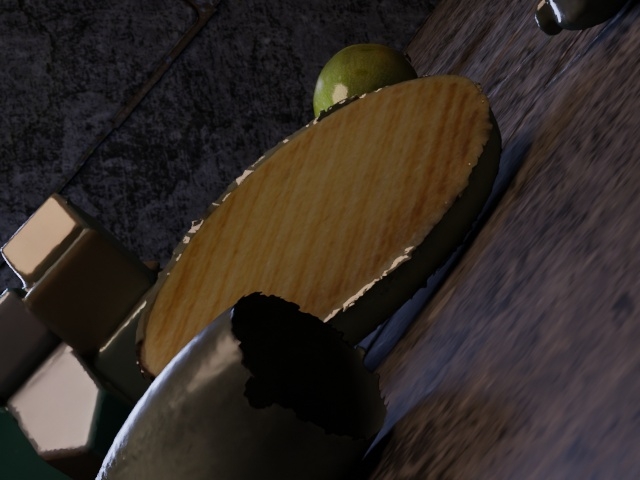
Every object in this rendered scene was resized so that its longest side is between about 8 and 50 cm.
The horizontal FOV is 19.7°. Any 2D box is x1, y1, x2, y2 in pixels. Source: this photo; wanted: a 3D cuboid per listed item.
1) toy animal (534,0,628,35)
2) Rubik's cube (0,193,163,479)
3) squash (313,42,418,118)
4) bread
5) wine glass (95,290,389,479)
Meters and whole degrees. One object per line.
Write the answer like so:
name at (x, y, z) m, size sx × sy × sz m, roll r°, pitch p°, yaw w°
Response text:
toy animal at (0.165, -0.199, 0.989) m, size 0.251 × 0.125 × 0.127 m, roll 159°, pitch 121°, yaw -72°
Rubik's cube at (-0.147, 0.094, 1.251) m, size 0.213 × 0.224 × 0.265 m, roll -46°, pitch -1°, yaw 3°
squash at (0.045, -0.146, 1.968) m, size 0.123 × 0.123 × 0.186 m, roll -51°, pitch 3°, yaw 14°
bread at (0.000, 0.000, 1.079) m, size 0.267 × 0.040 × 0.267 m, roll -33°, pitch 24°, yaw 17°
wine glass at (-0.145, 0.097, 0.880) m, size 0.309 × 0.264 × 0.096 m, roll -51°, pitch -22°, yaw 25°
